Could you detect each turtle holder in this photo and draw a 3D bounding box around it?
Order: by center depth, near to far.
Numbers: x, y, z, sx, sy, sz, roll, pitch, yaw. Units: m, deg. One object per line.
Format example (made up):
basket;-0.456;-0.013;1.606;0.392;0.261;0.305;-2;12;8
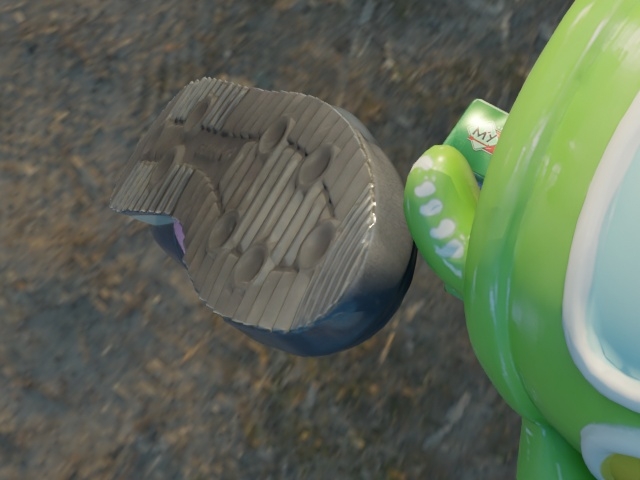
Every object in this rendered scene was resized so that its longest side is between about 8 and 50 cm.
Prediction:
turtle holder;0.172;0.021;0.747;0.320;0.227;0.243;-46;137;-4

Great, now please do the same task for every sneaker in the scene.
sneaker;0.000;0.000;0.962;0.131;0.319;0.112;36;92;-22

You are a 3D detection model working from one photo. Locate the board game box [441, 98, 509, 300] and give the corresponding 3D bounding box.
board game box;0.216;0.050;1.178;0.317;0.213;0.046;29;73;15
